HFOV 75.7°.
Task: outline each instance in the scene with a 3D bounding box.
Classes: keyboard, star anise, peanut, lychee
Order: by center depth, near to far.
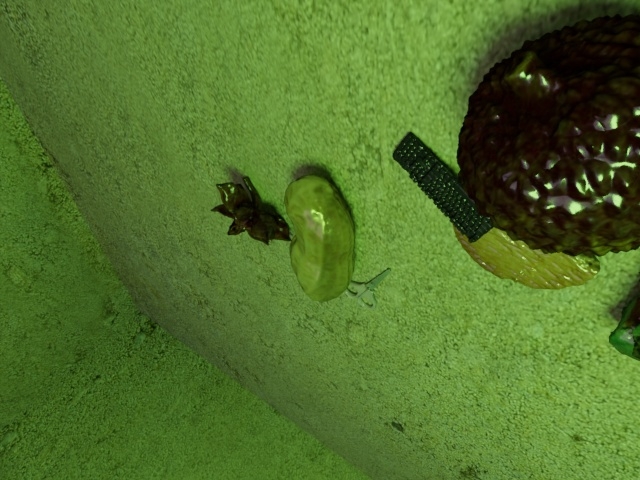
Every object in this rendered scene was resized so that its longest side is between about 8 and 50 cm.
[{"bbox_3d":[0.269,-0.089,0.410,0.272,0.235,0.236,22,154,-26],"label":"lychee"},{"bbox_3d":[0.187,-0.082,0.642,0.195,0.018,0.060,50,146,13],"label":"keyboard"},{"bbox_3d":[0.000,0.000,0.853,0.147,0.147,0.305,25,138,26],"label":"peanut"},{"bbox_3d":[-0.162,-0.052,0.983,0.196,0.111,0.212,36,153,20],"label":"star anise"}]

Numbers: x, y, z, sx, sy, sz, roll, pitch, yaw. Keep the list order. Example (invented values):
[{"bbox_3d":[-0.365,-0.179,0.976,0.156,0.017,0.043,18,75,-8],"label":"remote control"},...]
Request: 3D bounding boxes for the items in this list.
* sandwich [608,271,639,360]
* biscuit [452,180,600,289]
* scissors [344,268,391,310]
[{"bbox_3d":[0.474,0.081,0.431,0.251,0.162,0.301,21,138,37],"label":"sandwich"},{"bbox_3d":[0.295,0.001,0.640,0.224,0.033,0.144,40,146,14],"label":"biscuit"},{"bbox_3d":[0.116,0.105,0.956,0.100,0.015,0.189,40,143,3],"label":"scissors"}]
